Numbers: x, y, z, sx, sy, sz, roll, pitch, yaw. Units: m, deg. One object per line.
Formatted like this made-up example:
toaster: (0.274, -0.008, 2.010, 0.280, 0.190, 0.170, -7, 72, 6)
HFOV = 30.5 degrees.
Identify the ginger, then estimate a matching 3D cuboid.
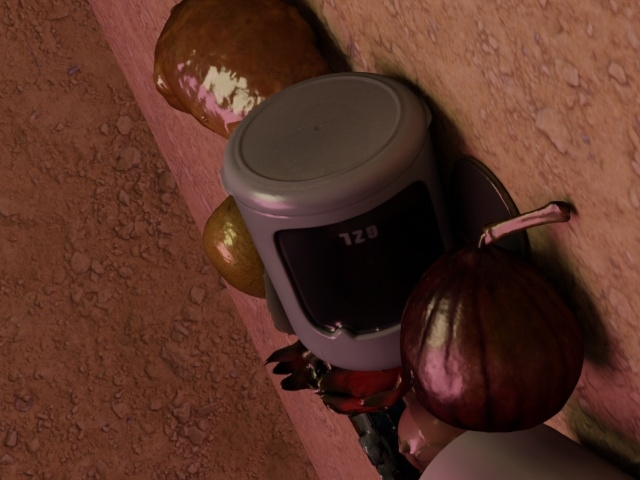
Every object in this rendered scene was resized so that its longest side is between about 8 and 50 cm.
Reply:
ginger: (-0.110, -0.242, 1.580, 0.223, 0.200, 0.269, 34, 179, -12)

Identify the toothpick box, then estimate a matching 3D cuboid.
toothpick box: (0.044, -0.006, 1.418, 0.263, 0.263, 0.355, 48, 163, 49)

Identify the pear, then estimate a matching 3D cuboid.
pear: (-0.082, -0.001, 1.983, 0.211, 0.228, 0.188, 41, 131, -4)

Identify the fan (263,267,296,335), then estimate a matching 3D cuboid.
fan: (0.001, 0.000, 1.582, 0.009, 0.329, 0.191, 2, 116, 26)

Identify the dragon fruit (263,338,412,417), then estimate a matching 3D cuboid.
dragon fruit: (0.053, 0.162, 1.706, 0.193, 0.274, 0.192, 56, 139, -1)

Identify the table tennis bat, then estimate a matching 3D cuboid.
table tennis bat: (0.188, 0.006, 1.337, 0.138, 0.022, 0.246, 54, 164, 34)

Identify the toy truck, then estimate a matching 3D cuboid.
toy truck: (0.106, 0.277, 1.989, 0.305, 0.136, 0.162, 62, 177, -9)

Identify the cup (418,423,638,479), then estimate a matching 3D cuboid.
cup: (0.263, 0.353, 1.225, 0.253, 0.253, 0.371, 66, 166, -16)

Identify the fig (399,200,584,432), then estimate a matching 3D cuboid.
fig: (0.165, 0.069, 1.208, 0.204, 0.186, 0.250, -110, 4, -64)

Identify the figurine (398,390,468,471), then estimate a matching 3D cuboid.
figurine: (0.171, 0.299, 1.788, 0.138, 0.125, 0.125, -113, 3, -58)
